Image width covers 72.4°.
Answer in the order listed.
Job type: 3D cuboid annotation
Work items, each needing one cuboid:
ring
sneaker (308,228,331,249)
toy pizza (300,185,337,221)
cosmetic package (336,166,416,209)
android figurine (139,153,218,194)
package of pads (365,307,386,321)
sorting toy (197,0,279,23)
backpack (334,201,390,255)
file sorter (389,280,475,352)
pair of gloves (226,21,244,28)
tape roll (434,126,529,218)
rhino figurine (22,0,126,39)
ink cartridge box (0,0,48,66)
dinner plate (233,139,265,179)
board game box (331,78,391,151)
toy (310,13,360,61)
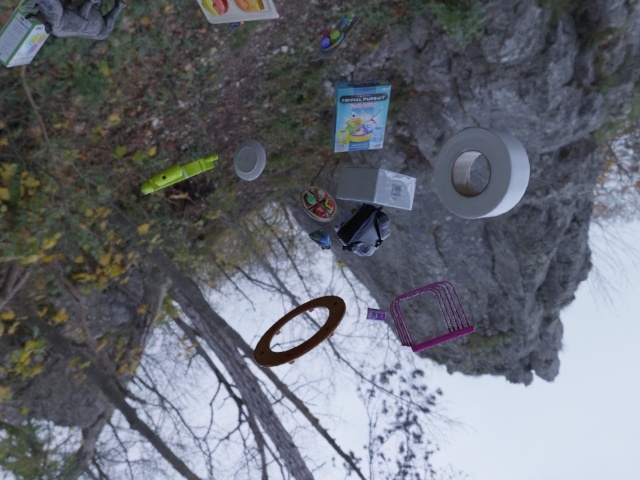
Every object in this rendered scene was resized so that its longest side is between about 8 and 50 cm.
[{"bbox_3d":[-0.062,0.287,1.388,0.337,0.032,0.336,-28,-166,8],"label":"ring"},{"bbox_3d":[0.000,0.000,1.805,0.067,0.078,0.188,-26,-163,-10],"label":"sneaker"},{"bbox_3d":[-0.003,-0.181,2.092,0.201,0.201,0.032,-48,-178,-43],"label":"toy pizza"},{"bbox_3d":[0.226,-0.214,1.784,0.224,0.138,0.225,6,-177,-39],"label":"cosmetic package"},{"bbox_3d":[-0.484,-0.237,1.520,0.273,0.056,0.248,-22,-166,7],"label":"android figurine"},{"bbox_3d":[0.237,0.318,1.869,0.083,0.050,0.032,7,-168,7],"label":"package of pads"},{"bbox_3d":[-0.210,-0.552,0.936,0.193,0.208,0.038,8,-113,25],"label":"sorting toy"},{"bbox_3d":[0.216,-0.049,2.201,0.276,0.263,0.213,-44,-129,4],"label":"backpack"},{"bbox_3d":[0.354,0.256,1.480,0.202,0.182,0.290,-19,167,-1],"label":"file sorter"},{"bbox_3d":[-0.338,-0.836,1.659,0.074,0.010,0.083,-14,167,22],"label":"pair of gloves"},{"bbox_3d":[0.501,-0.214,1.383,0.100,0.286,0.286,-7,-176,-34],"label":"tape roll"},{"bbox_3d":[-0.492,-0.453,0.870,0.106,0.073,0.243,-49,-173,24],"label":"rhino figurine"},{"bbox_3d":[-0.801,-0.578,1.198,0.209,0.062,0.109,-41,-158,17],"label":"ink cartridge box"},{"bbox_3d":[-0.251,-0.280,1.519,0.141,0.141,0.017,-18,170,30],"label":"dinner plate"},{"bbox_3d":[0.190,-0.601,2.128,0.254,0.336,0.079,-7,-135,-9],"label":"board game box"},{"bbox_3d":[0.052,-0.851,1.811,0.137,0.056,0.237,16,-115,50],"label":"toy"}]
